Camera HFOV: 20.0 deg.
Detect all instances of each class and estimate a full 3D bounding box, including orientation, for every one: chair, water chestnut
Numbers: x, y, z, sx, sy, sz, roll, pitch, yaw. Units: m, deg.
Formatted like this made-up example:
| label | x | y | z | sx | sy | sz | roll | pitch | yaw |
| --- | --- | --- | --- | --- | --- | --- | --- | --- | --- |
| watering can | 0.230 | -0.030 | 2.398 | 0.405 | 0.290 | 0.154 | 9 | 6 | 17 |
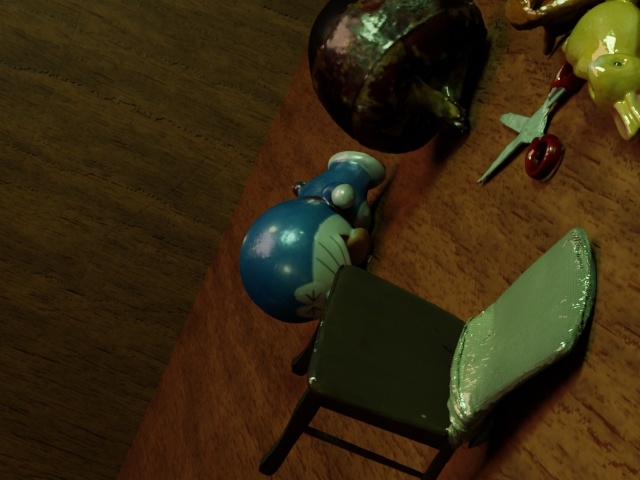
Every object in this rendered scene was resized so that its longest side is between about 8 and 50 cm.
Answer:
| label | x | y | z | sx | sy | sz | roll | pitch | yaw |
| --- | --- | --- | --- | --- | --- | --- | --- | --- | --- |
| chair | 0.087 | 0.103 | 1.604 | 0.160 | 0.186 | 0.319 | -71 | 8 | -45 |
| water chestnut | 0.103 | -0.207 | 2.177 | 0.223 | 0.238 | 0.224 | -41 | -27 | -26 |

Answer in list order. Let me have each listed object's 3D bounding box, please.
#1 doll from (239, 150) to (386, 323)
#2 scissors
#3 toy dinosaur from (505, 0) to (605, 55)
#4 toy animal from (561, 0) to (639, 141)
| label | x | y | z | sx | sy | sz | roll | pitch | yaw |
| --- | --- | --- | --- | --- | --- | --- | --- | --- | --- |
| doll | 0.000 | 0.000 | 2.375 | 0.257 | 0.161 | 0.215 | -55 | -12 | -38 |
| scissors | 0.215 | -0.114 | 1.867 | 0.247 | 0.017 | 0.144 | 151 | 141 | -75 |
| toy dinosaur | 0.224 | -0.247 | 1.697 | 0.432 | 0.208 | 0.097 | -28 | 80 | 65 |
| toy animal | 0.262 | -0.147 | 1.582 | 0.083 | 0.070 | 0.159 | -57 | 19 | 33 |
